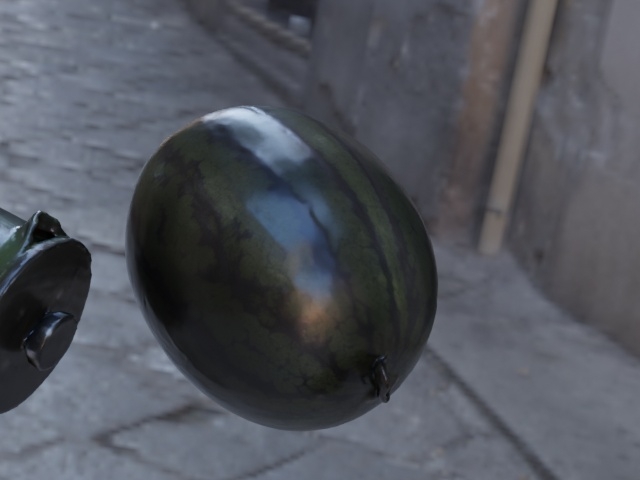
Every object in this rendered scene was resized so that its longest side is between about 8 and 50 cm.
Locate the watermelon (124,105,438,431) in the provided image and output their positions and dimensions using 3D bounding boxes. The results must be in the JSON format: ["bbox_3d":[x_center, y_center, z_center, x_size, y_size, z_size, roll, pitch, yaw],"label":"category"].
[{"bbox_3d":[-0.034,0.031,1.546,0.279,0.279,0.359,-3,44,-49],"label":"watermelon"}]

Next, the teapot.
[{"bbox_3d":[-0.391,0.049,1.539,0.337,0.270,0.200,26,14,19],"label":"teapot"}]
